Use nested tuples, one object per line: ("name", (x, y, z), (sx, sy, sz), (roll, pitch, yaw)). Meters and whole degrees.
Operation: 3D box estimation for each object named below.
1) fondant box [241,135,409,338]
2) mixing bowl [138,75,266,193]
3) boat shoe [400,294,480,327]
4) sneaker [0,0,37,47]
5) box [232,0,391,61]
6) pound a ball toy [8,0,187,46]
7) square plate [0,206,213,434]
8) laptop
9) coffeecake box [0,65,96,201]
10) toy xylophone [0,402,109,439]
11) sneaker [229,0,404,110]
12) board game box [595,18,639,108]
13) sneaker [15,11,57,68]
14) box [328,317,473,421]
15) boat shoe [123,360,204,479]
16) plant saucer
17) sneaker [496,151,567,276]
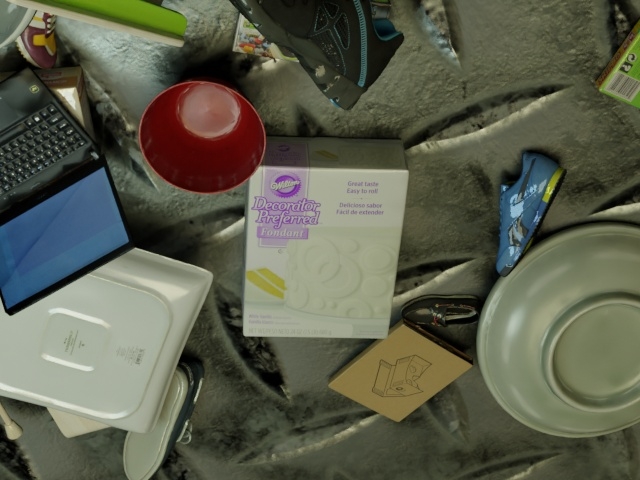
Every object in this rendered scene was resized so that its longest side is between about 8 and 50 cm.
("fondant box", (0.000, 0.000, 1.989), (0.238, 0.096, 0.330), (1, 125, -5))
("mixing bowl", (-0.166, -0.169, 1.843), (0.181, 0.098, 0.181), (1, 123, 2))
("boat shoe", (0.201, 0.120, 2.126), (0.133, 0.042, 0.049), (-4, 129, 0))
("sneaker", (-0.510, -0.262, 1.666), (0.295, 0.178, 0.124), (-26, 108, 31))
("box", (-0.014, -0.308, 1.798), (0.207, 0.036, 0.114), (8, 125, -10))
("pound a ball toy", (-0.250, -0.388, 1.639), (0.319, 0.136, 0.208), (7, 120, -42))
("square plate", (-0.382, 0.144, 1.989), (0.344, 0.049, 0.347), (18, 119, -10))
("laptop", (-0.428, -0.066, 1.795), (0.234, 0.136, 0.264), (-28, 123, 15))
("coffeecake box", (-0.408, -0.154, 1.860), (0.142, 0.068, 0.185), (-5, 126, 0))
("toy xylophone", (-0.444, 0.217, 2.120), (0.236, 0.081, 0.322), (-9, 126, 2))
("sneaker", (-0.019, -0.313, 1.681), (0.139, 0.125, 0.341), (-44, 141, 9))
("board game box", (0.554, -0.231, 1.899), (0.259, 0.039, 0.124), (22, 122, -16))
("sneaker", (-0.382, -0.320, 1.740), (0.084, 0.069, 0.185), (-9, 127, 9))
("box", (0.138, 0.228, 2.195), (0.164, 0.021, 0.201), (31, 125, -25))
("boat shoe", (-0.270, 0.314, 2.197), (0.079, 0.095, 0.254), (-9, 125, -51))
("plant saucer", (0.461, 0.170, 2.094), (0.400, 0.100, 0.400), (-3, 114, -6))
("sneaker", (0.311, -0.043, 1.999), (0.082, 0.069, 0.209), (28, 117, 13))
